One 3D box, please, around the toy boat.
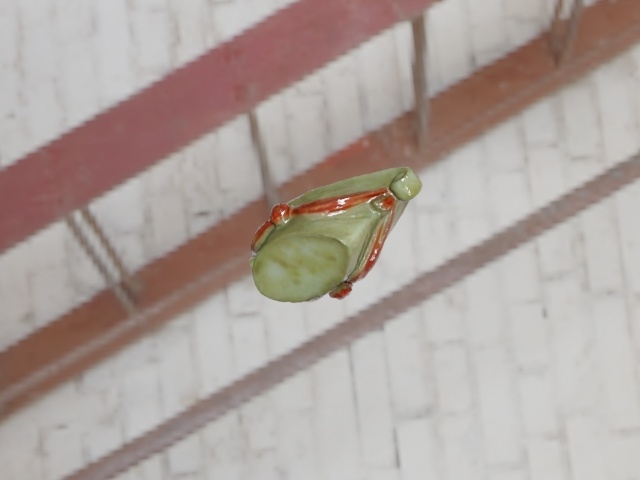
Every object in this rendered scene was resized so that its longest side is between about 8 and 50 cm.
[{"bbox_3d":[-0.001,0.001,1.228,0.089,0.185,0.071,50,43,-13],"label":"toy boat"}]
